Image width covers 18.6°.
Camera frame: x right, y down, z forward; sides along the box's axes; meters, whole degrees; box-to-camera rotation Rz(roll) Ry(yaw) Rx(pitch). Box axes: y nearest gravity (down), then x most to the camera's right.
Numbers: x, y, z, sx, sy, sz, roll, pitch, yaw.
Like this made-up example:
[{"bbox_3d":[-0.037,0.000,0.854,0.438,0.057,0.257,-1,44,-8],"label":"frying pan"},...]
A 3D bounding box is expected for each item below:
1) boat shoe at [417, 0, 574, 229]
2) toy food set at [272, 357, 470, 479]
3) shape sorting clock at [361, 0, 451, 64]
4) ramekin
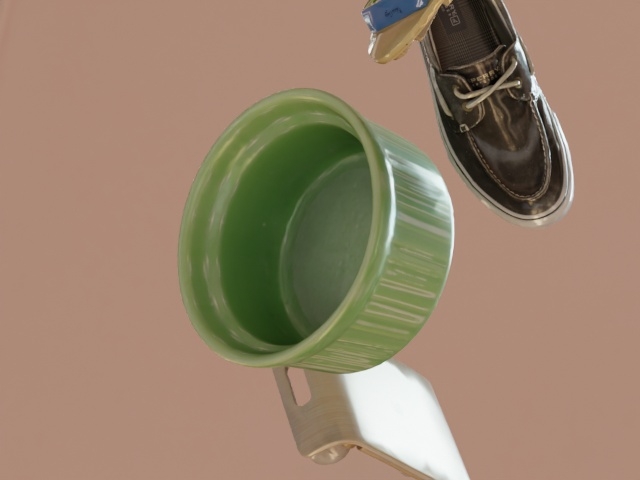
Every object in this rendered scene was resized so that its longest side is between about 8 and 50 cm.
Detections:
[{"bbox_3d":[0.161,-0.168,2.037,0.121,0.335,0.119,-26,-12,1],"label":"boat shoe"},{"bbox_3d":[0.064,0.238,2.476,0.306,0.092,0.219,32,26,-38],"label":"toy food set"},{"bbox_3d":[0.096,-0.223,1.489,0.040,0.206,0.206,33,-7,-11],"label":"shape sorting clock"},{"bbox_3d":[0.000,0.000,2.111,0.148,0.303,0.303,18,-5,-43],"label":"ramekin"}]
